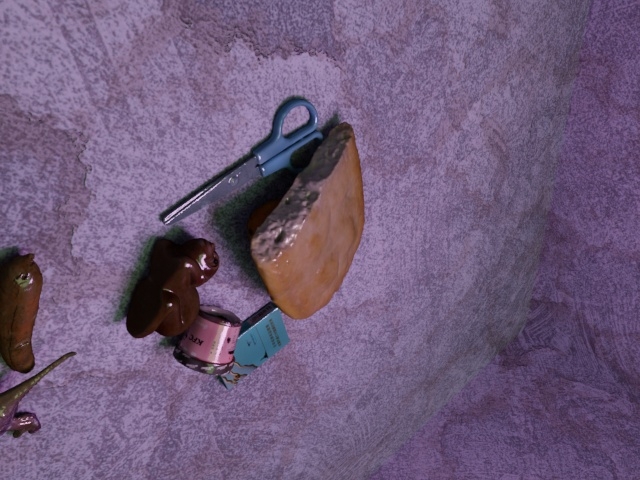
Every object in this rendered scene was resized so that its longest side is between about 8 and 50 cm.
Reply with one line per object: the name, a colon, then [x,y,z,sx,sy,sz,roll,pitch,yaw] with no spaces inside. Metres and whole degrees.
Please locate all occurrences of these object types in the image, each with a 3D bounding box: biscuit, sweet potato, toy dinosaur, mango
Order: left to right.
toy dinosaur: [-0.616,0.318,0.981,0.199,0.072,0.252,-2,121,-48]
sweet potato: [-0.565,0.149,0.933,0.075,0.075,0.274,-7,122,-42]
mango: [-0.119,-0.053,1.229,0.159,0.084,0.105,-48,145,-43]
biscuit: [0.001,0.000,1.283,0.429,0.103,0.446,-55,149,-33]

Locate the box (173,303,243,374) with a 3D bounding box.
box: [-0.267,0.238,1.228,0.151,0.151,0.135,18,95,-49]

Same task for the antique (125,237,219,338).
antique: [-0.314,0.104,1.111,0.143,0.121,0.257,12,108,-50]

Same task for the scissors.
scissors: [-0.169,-0.159,1.147,0.447,0.029,0.193,-37,136,-22]

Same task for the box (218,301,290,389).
box: [-0.199,0.297,1.409,0.229,0.041,0.162,-35,135,-23]
